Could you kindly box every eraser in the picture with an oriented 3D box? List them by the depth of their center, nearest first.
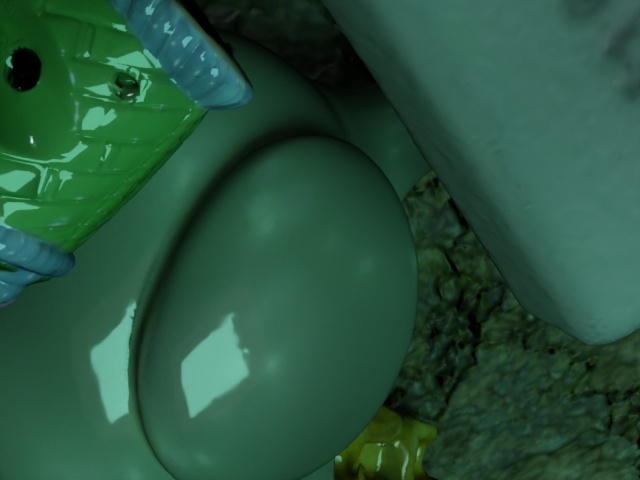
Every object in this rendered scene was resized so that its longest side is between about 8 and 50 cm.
[{"bbox_3d":[0.088,-0.106,0.618,0.174,0.095,0.270,-48,134,-12],"label":"eraser"}]

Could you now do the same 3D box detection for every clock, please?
[{"bbox_3d":[-0.146,-0.062,0.587,0.195,0.194,0.100,-35,164,4],"label":"clock"}]

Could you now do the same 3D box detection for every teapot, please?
[{"bbox_3d":[-0.016,-0.022,0.706,0.220,0.149,0.318,38,74,-50],"label":"teapot"}]

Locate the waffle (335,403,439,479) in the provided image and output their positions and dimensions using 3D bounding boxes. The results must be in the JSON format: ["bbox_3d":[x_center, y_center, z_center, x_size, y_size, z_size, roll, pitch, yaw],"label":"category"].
[{"bbox_3d":[-0.031,0.172,0.837,0.253,0.056,0.249,-52,125,-22],"label":"waffle"}]
